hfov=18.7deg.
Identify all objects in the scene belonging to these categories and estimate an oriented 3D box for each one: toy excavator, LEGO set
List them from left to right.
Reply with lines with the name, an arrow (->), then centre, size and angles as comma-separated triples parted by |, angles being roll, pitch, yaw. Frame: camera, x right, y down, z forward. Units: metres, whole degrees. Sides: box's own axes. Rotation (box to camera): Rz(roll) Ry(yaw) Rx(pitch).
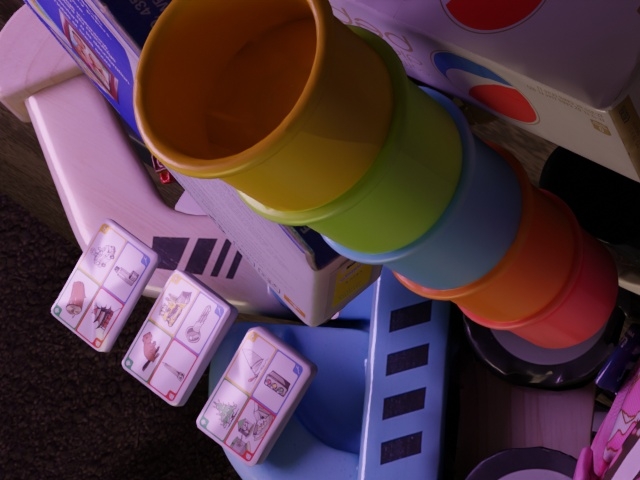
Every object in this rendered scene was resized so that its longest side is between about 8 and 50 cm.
LEGO set -> -0.043, -0.008, 1.236 | 0.182, 0.244, 0.060 | 34, -167, 22
toy excavator -> -0.018, 0.044, 1.317 | 0.445, 0.433, 0.222 | 3, 170, 6

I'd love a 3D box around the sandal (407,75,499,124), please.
sandal -> 0.046, -0.091, 1.073 | 0.072, 0.049, 0.180 | 29, 160, -30

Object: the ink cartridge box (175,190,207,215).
ink cartridge box -> 0.000, 0.000, 1.592 | 0.203, 0.086, 0.148 | 21, 166, 50

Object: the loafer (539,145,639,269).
loafer -> 0.195, 0.000, 1.028 | 0.170, 0.062, 0.061 | 37, -173, 6

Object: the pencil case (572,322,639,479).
pencil case -> 0.300, 0.187, 0.975 | 0.386, 0.160, 0.167 | 38, 163, -16

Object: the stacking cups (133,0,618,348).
stacking cups -> 0.041, -0.015, 0.882 | 0.096, 0.096, 0.316 | 26, 175, 37

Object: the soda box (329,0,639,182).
soda box -> 0.059, -0.107, 0.843 | 0.216, 0.069, 0.074 | 27, 170, 29

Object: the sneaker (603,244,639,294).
sneaker -> 0.205, 0.026, 1.097 | 0.152, 0.058, 0.084 | 22, 159, 22

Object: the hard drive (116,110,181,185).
hard drive -> -0.147, -0.079, 1.885 | 0.135, 0.022, 0.094 | 33, 172, -1

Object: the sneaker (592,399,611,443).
sneaker -> 0.266, 0.202, 1.686 | 0.330, 0.122, 0.146 | 20, 169, -27

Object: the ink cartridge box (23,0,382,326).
ink cartridge box -> -0.079, -0.099, 1.036 | 0.303, 0.072, 0.307 | 50, 171, 6
